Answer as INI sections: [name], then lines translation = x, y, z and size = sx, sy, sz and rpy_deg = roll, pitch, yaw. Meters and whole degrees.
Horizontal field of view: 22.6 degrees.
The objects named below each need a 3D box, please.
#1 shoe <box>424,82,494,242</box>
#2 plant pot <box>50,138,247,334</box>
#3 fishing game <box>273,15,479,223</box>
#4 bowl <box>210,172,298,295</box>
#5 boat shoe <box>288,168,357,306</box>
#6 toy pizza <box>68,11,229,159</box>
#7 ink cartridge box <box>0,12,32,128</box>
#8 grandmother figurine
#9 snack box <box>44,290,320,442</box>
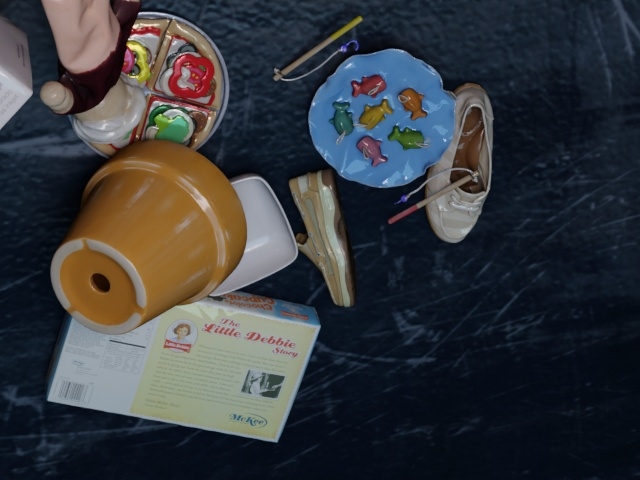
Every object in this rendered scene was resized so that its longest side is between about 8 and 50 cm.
[shoe]
translation = 0.180, -0.091, 2.054
size = 0.076, 0.058, 0.219
rpy_deg = -1, 116, -12
[plant pot]
translation = -0.217, 0.011, 1.899
size = 0.205, 0.188, 0.205
rpy_deg = 12, 122, 19
[fishing game]
translation = 0.079, -0.145, 1.988
size = 0.189, 0.041, 0.264
rpy_deg = -29, 112, 17
[bowl]
translation = -0.113, -0.014, 2.032
size = 0.142, 0.053, 0.142
rpy_deg = -24, 119, 0
[boat shoe]
translation = 0.000, 0.000, 2.065
size = 0.072, 0.068, 0.190
rpy_deg = -10, 108, 6
[toy pizza]
translation = -0.209, -0.178, 1.941
size = 0.201, 0.032, 0.201
rpy_deg = -5, 117, -10
[ink cartridge box]
translation = -0.469, -0.200, 1.671
size = 0.270, 0.197, 0.198
rpy_deg = 39, 102, -26
[grandmother figurine]
translation = -0.256, -0.223, 1.765
size = 0.208, 0.104, 0.342
rpy_deg = -52, 161, -24
[snack box]
translation = -0.179, 0.147, 2.093
size = 0.322, 0.060, 0.187
rpy_deg = 13, 113, -18
